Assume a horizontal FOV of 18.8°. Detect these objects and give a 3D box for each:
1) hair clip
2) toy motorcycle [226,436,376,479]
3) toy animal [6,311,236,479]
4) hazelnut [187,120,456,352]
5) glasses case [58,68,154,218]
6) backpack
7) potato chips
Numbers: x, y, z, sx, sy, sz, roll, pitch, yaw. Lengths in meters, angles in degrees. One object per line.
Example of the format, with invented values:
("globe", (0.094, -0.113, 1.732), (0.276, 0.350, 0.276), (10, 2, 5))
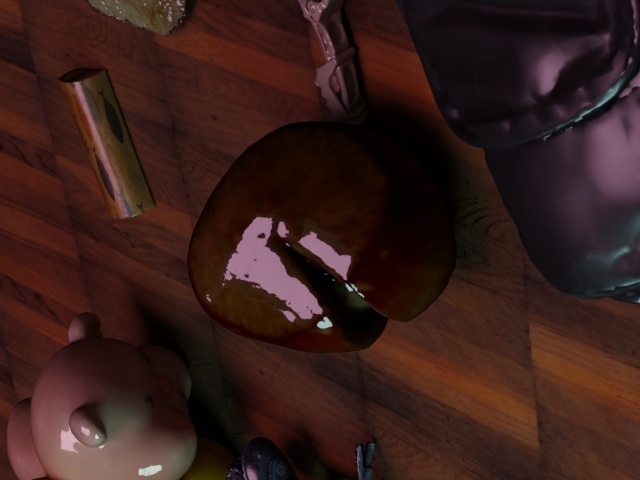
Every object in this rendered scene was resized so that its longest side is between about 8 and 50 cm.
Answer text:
("hair clip", (0.020, -0.157, 1.794), (0.072, 0.034, 0.226), (18, 131, 44))
("toy motorcycle", (0.029, 0.370, 2.151), (0.212, 0.125, 0.358), (-18, 104, 48))
("toy animal", (-0.231, 0.213, 2.292), (0.345, 0.277, 0.247), (-121, 31, -71))
("hazelnut", (0.000, 0.000, 1.789), (0.251, 0.217, 0.217), (-21, 101, 23))
("glasses case", (-0.245, -0.108, 2.177), (0.064, 0.041, 0.170), (9, 124, 50))
("backpack", (0.219, -0.155, 1.339), (0.363, 0.255, 0.446), (-20, 86, 56))
("potato chips", (-0.208, -0.278, 2.003), (0.209, 0.026, 0.142), (3, 122, 54))
